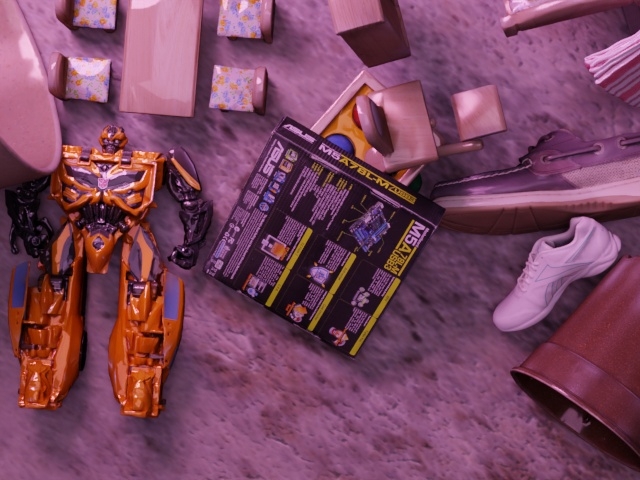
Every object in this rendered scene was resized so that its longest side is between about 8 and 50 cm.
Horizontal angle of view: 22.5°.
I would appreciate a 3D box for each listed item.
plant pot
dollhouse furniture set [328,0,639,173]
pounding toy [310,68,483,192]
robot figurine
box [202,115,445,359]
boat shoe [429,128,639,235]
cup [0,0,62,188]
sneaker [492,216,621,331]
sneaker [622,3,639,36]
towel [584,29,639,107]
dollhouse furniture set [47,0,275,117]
[{"bbox_3d":[0.302,0.114,1.580,0.167,0.167,0.165,38,81,1],"label":"plant pot"},{"bbox_3d":[0.189,-0.253,1.469,0.356,0.174,0.303,-14,82,11],"label":"dollhouse furniture set"},{"bbox_3d":[0.066,-0.090,1.605,0.141,0.100,0.130,41,90,1],"label":"pounding toy"},{"bbox_3d":[-0.218,0.028,1.613,0.211,0.085,0.290,4,89,-1],"label":"robot figurine"},{"bbox_3d":[0.000,0.000,1.587,0.184,0.045,0.190,28,124,0],"label":"box"},{"bbox_3d":[0.247,-0.066,1.610,0.285,0.103,0.092,-7,76,3],"label":"boat shoe"},{"bbox_3d":[-0.422,-0.166,1.497,0.237,0.331,0.331,-24,89,6],"label":"cup"},{"bbox_3d":[0.224,0.030,1.609,0.152,0.053,0.061,-42,120,16],"label":"sneaker"},{"bbox_3d":[0.364,-0.323,1.610,0.147,0.104,0.295,-15,95,-2],"label":"sneaker"},{"bbox_3d":[0.350,-0.182,1.549,0.144,0.197,0.029,-36,65,23],"label":"towel"},{"bbox_3d":[-0.152,-0.245,1.577,0.212,0.161,0.242,5,89,0],"label":"dollhouse furniture set"}]
